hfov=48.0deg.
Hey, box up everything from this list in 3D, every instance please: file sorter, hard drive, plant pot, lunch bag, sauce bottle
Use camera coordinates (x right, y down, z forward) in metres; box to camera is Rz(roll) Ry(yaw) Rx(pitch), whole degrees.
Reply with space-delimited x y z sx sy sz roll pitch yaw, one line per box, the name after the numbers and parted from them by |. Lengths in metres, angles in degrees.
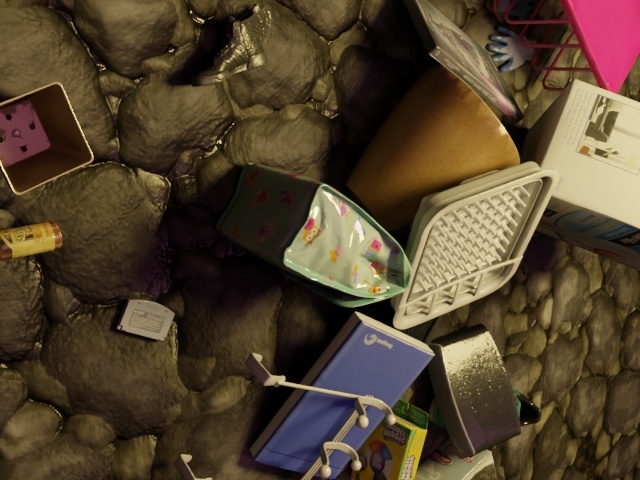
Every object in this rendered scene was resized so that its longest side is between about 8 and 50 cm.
0.507 -0.460 1.452 0.291 0.182 0.202 44 72 -39 | file sorter
0.043 0.293 1.312 0.210 0.040 0.318 28 103 -39 | hard drive
0.329 0.318 1.529 0.172 0.054 0.254 -15 85 -22 | hard drive
-0.375 -0.134 0.916 0.109 0.096 0.109 -32 119 -29 | plant pot
0.179 -0.138 1.283 0.254 0.237 0.237 -41 125 3 | plant pot
0.000 0.000 1.161 0.262 0.223 0.160 29 87 -40 | lunch bag
-0.412 0.005 0.955 0.128 0.042 0.042 -15 110 -37 | sauce bottle

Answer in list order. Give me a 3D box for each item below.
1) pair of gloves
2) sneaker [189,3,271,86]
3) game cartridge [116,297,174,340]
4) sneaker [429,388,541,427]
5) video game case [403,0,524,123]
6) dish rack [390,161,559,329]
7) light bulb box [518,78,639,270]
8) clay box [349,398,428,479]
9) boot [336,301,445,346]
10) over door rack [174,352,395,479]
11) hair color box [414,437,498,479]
0.409 -0.456 1.507 0.159 0.023 0.198 -13 109 -37 | pair of gloves
-0.138 -0.299 1.097 0.170 0.051 0.089 -31 118 -35 | sneaker
-0.269 0.120 1.112 0.083 0.017 0.056 24 89 -39 | game cartridge
0.378 0.377 1.612 0.302 0.121 0.108 4 97 -39 | sneaker
0.263 -0.344 1.332 0.274 0.196 0.026 26 128 -40 | video game case
0.252 0.003 1.263 0.286 0.072 0.332 -19 145 -22 | dish rack
0.582 -0.108 1.419 0.361 0.358 0.225 22 86 6 | light bulb box
0.133 0.428 1.428 0.053 0.127 0.222 12 92 -38 | clay box
0.142 0.133 1.386 0.207 0.094 0.246 13 99 -43 | boot
-0.043 0.348 1.202 0.324 0.108 0.239 27 103 -38 | over door rack
0.229 0.615 1.556 0.374 0.114 0.185 -33 118 -29 | hair color box
